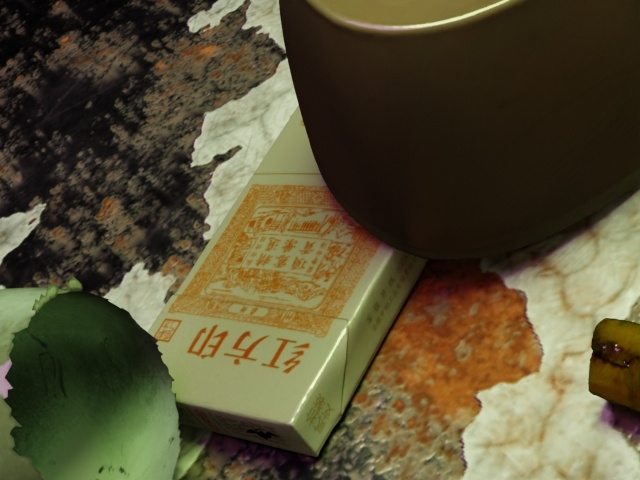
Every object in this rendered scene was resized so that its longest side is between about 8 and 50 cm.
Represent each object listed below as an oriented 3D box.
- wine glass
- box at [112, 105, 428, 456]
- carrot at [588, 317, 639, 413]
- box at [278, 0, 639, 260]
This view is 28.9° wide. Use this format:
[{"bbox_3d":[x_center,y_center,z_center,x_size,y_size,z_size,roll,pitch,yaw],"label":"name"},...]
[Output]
[{"bbox_3d":[-0.277,0.158,0.945,0.323,0.238,0.238,-20,39,28],"label":"wine glass"},{"bbox_3d":[-0.001,0.000,1.031,0.204,0.051,0.365,6,54,41],"label":"box"},{"bbox_3d":[0.264,0.092,0.700,0.260,0.070,0.070,13,59,49],"label":"carrot"},{"bbox_3d":[0.114,-0.164,0.920,0.301,0.216,0.301,-8,51,9],"label":"box"}]
